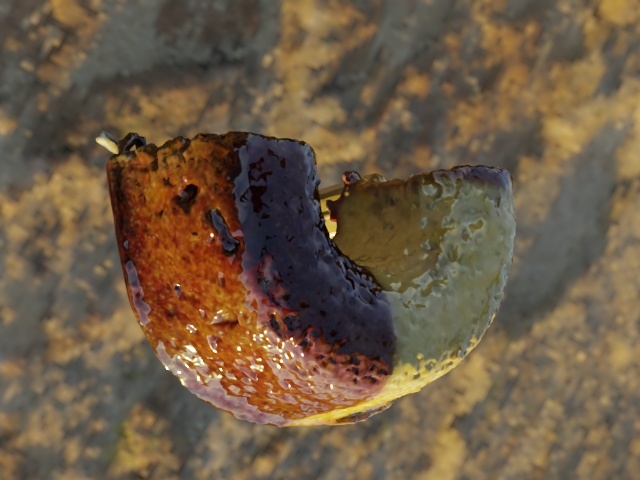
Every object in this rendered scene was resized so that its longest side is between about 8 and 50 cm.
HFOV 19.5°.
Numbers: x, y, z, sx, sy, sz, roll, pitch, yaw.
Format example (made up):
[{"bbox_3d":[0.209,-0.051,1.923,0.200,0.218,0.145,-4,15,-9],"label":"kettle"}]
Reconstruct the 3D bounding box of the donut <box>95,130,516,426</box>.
[{"bbox_3d":[0.011,0.015,0.884,0.217,0.085,0.141,1,81,-39],"label":"donut"}]

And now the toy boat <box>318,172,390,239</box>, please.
[{"bbox_3d":[0.000,0.000,1.528,0.057,0.200,0.077,-30,101,-60],"label":"toy boat"}]
